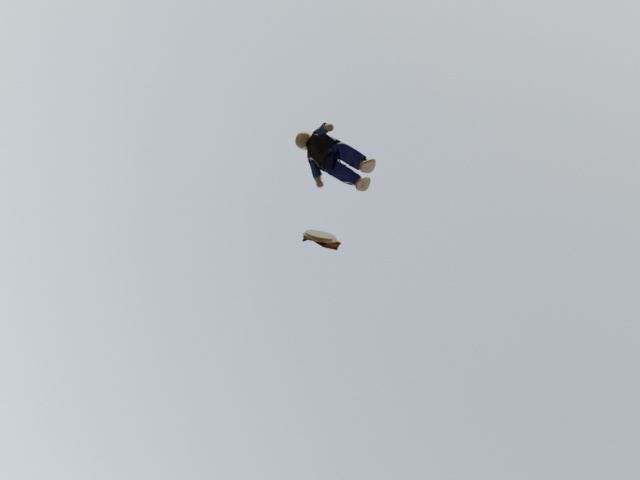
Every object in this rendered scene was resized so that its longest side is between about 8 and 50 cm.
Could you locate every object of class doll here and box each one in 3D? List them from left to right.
[{"bbox_3d":[0.017,-0.157,1.367,0.189,0.046,0.129,35,-56,34],"label":"doll"}]

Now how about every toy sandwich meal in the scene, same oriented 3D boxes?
[{"bbox_3d":[0.000,0.000,1.542,0.085,0.085,0.029,20,-74,34],"label":"toy sandwich meal"}]
